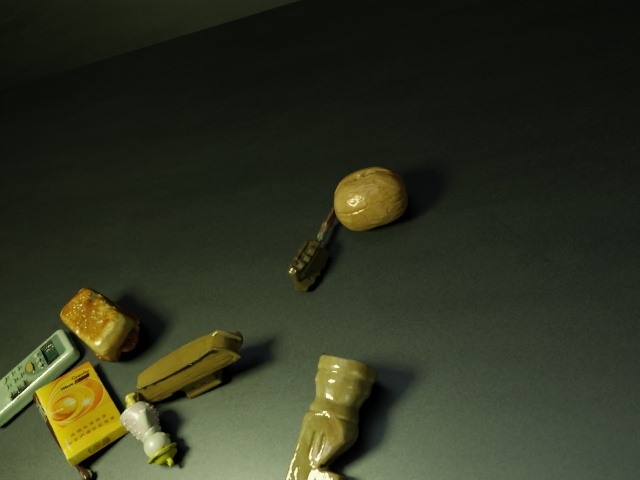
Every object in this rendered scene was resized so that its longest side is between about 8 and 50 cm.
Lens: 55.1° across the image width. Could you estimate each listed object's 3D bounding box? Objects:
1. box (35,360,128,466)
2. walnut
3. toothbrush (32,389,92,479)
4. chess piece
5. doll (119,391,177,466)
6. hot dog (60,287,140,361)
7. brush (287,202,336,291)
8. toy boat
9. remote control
[{"bbox_3d":[-0.604,0.429,1.549,0.152,0.044,0.269,-28,40,-24],"label":"box"},{"bbox_3d":[0.129,-0.109,1.586,0.197,0.165,0.165,-10,48,16],"label":"walnut"},{"bbox_3d":[-0.655,0.487,1.550,0.041,0.041,0.364,-45,45,-15],"label":"toothbrush"},{"bbox_3d":[0.015,0.388,1.245,0.137,0.137,0.301,8,68,33],"label":"chess piece"},{"bbox_3d":[-0.395,0.438,1.410,0.081,0.129,0.207,-24,52,-35],"label":"doll"},{"bbox_3d":[-0.578,0.237,1.654,0.256,0.153,0.150,23,69,42],"label":"hot dog"},{"bbox_3d":[0.000,0.000,1.617,0.071,0.084,0.301,3,48,32],"label":"brush"},{"bbox_3d":[-0.313,0.314,1.469,0.321,0.121,0.089,-31,42,20],"label":"toy boat"},{"bbox_3d":[-0.815,0.383,1.715,0.296,0.056,0.140,-42,40,-13],"label":"remote control"}]
